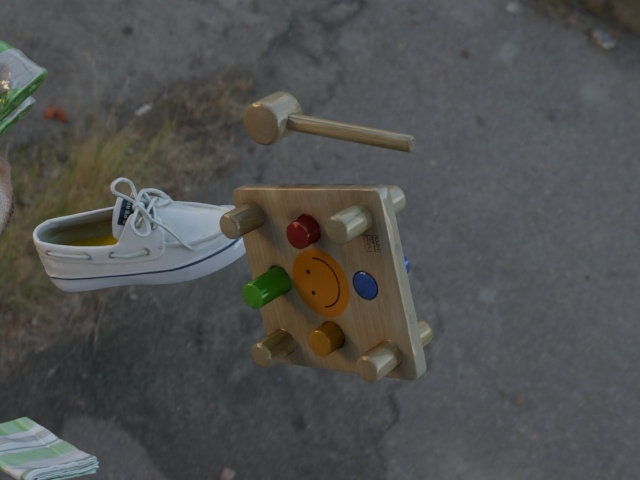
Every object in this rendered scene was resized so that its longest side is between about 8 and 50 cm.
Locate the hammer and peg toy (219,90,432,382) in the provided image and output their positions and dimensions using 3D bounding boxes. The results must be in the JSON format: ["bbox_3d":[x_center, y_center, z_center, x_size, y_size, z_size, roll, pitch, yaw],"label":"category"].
[{"bbox_3d":[0.000,0.000,1.558,0.266,0.361,0.127,3,23,41],"label":"hammer and peg toy"}]

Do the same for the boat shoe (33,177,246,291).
[{"bbox_3d":[-0.290,-0.026,1.966,0.367,0.156,0.136,-7,44,17],"label":"boat shoe"}]

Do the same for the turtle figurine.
[{"bbox_3d":[-0.429,-0.204,1.257,0.266,0.198,0.275,45,33,-5],"label":"turtle figurine"}]

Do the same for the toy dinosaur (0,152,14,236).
[{"bbox_3d":[-0.359,-0.089,1.157,0.296,0.127,0.200,49,10,2],"label":"toy dinosaur"}]

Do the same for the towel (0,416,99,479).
[{"bbox_3d":[-0.362,0.257,1.533,0.152,0.023,0.113,22,15,37],"label":"towel"}]
